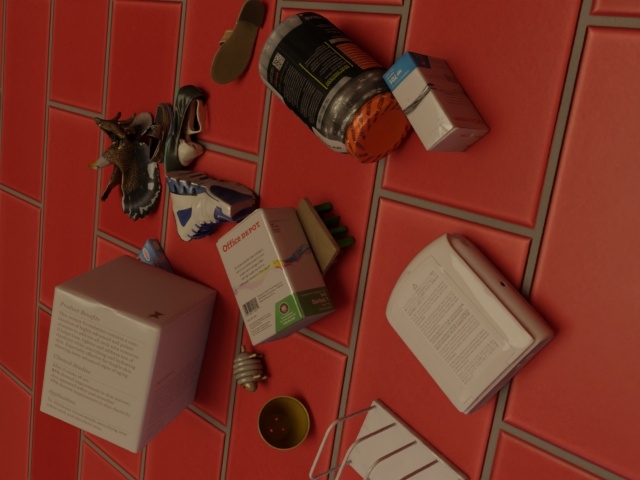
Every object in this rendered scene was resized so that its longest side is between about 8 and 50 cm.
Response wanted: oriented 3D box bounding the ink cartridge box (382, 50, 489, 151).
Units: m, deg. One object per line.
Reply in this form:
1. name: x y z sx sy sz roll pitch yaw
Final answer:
1. ink cartridge box: 0.231 -0.275 1.404 0.082 0.139 0.190 -40 68 37

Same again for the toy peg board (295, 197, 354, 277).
1. toy peg board: 0.000 0.000 1.705 0.161 0.079 0.160 58 143 24

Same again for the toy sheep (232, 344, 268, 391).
1. toy sheep: -0.195 0.347 1.905 0.091 0.091 0.132 -34 58 40

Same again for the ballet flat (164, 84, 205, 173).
1. ballet flat: -0.382 -0.301 2.008 0.096 0.095 0.280 18 107 28

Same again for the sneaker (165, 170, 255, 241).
1. sneaker: -0.309 -0.076 1.952 0.315 0.127 0.182 21 118 38

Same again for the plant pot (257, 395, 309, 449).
1. plant pot: -0.103 0.476 1.814 0.134 0.134 0.095 67 159 15

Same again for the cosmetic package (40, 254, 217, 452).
1. cosmetic package: -0.537 0.307 1.986 0.329 0.327 0.393 20 109 14

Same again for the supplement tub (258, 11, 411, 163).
1. supplement tub: 0.034 -0.331 1.536 0.338 0.207 0.207 48 124 29

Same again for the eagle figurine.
1. eagle figurine: -0.616 -0.243 2.195 0.226 0.225 0.298 -91 -7 -52

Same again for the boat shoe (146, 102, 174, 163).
1. boat shoe: -0.485 -0.323 2.113 0.066 0.066 0.183 8 100 42

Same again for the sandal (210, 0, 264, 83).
1. sandal: -0.219 -0.529 1.858 0.240 0.088 0.079 -60 25 21

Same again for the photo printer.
1. photo printer: 0.281 0.156 1.425 0.307 0.107 0.256 51 125 27

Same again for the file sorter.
1. file sorter: 0.140 0.529 1.550 0.278 0.173 0.193 36 118 34

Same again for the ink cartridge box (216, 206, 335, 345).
1. ink cartridge box: -0.112 0.083 1.684 0.201 0.117 0.278 -33 73 41

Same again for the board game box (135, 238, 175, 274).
1. board game box: -0.545 0.123 2.234 0.211 0.039 0.160 -51 61 35
